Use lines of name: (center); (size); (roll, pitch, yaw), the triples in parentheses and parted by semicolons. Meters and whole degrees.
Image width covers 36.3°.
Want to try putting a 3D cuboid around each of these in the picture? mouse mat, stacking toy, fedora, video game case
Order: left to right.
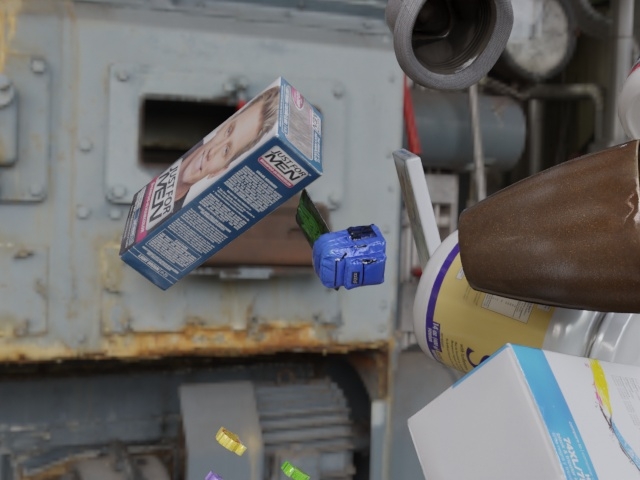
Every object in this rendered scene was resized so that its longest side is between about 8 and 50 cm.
stacking toy: (-0.134, 0.422, 1.614); (0.221, 0.167, 0.052); (37, -2, -35)
mouse mat: (0.000, 0.000, 1.971); (0.007, 0.189, 0.152); (-23, -19, -17)
video game case: (0.230, -0.040, 2.220); (0.036, 0.328, 0.300); (-14, 9, 1)
fedora: (0.226, -0.421, 1.866); (0.276, 0.243, 0.124); (9, 25, -42)

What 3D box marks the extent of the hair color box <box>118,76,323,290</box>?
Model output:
hair color box: (-0.157, -0.087, 1.540); (0.347, 0.173, 0.105); (-35, -58, 24)

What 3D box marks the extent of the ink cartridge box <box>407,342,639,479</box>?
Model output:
ink cartridge box: (0.292, 0.273, 1.220); (0.270, 0.197, 0.198); (12, -44, -36)

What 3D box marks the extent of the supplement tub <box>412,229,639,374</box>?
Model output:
supplement tub: (0.338, 0.125, 1.512); (0.331, 0.241, 0.241); (20, 13, 38)

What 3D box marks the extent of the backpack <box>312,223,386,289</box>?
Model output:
backpack: (0.050, 0.032, 1.676); (0.120, 0.097, 0.101); (-6, 31, -13)

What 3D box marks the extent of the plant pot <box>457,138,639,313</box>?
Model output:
plant pot: (0.299, -0.003, 1.229); (0.231, 0.215, 0.215); (-8, -2, 24)

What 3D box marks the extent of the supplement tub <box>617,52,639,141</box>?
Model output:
supplement tub: (0.563, -0.255, 1.410); (0.191, 0.272, 0.191); (26, -29, 16)
